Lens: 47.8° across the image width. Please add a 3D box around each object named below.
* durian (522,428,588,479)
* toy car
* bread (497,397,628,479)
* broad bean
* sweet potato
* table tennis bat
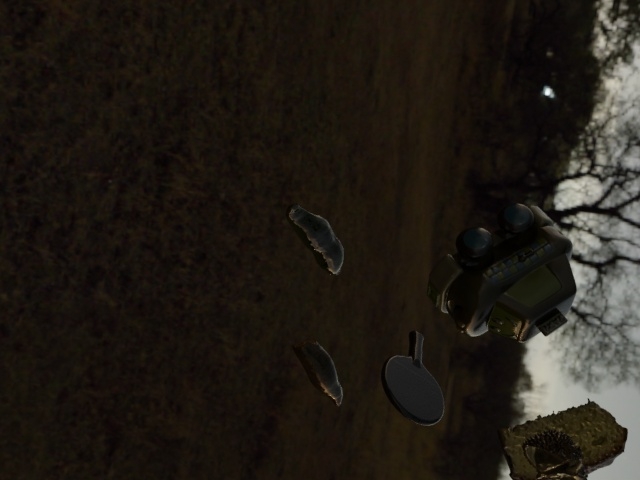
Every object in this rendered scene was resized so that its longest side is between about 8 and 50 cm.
[{"bbox_3d":[0.395,0.359,1.201,0.071,0.110,0.140,-40,159,-26],"label":"durian"},{"bbox_3d":[0.327,0.078,1.219,0.248,0.198,0.204,-29,150,-12],"label":"toy car"},{"bbox_3d":[0.475,0.423,1.449,0.134,0.260,0.129,90,-15,-50],"label":"bread"},{"bbox_3d":[0.000,0.000,1.702,0.339,0.077,0.061,57,11,-50],"label":"broad bean"},{"bbox_3d":[0.010,0.336,1.821,0.243,0.077,0.077,59,34,-28],"label":"sweet potato"},{"bbox_3d":[0.187,0.267,1.438,0.027,0.150,0.236,-50,-166,32],"label":"table tennis bat"}]
